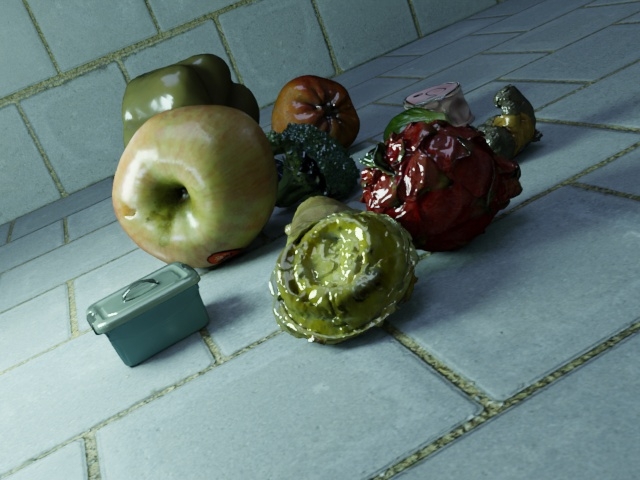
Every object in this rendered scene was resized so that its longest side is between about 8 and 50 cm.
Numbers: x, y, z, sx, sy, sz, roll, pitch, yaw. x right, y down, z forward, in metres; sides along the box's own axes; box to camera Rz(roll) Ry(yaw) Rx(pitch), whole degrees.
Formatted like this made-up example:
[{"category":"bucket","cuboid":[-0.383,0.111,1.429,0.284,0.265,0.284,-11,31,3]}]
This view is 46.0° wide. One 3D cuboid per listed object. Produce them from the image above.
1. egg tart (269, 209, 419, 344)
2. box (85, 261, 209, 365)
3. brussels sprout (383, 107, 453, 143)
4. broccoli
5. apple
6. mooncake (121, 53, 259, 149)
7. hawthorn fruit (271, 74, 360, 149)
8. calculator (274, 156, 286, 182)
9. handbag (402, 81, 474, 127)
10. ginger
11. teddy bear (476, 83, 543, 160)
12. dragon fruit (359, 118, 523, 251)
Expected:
[{"category":"egg tart","cuboid":[0.026,0.047,1.261,0.278,0.095,0.279,-18,48,22]},{"category":"box","cuboid":[-0.339,0.139,1.499,0.227,0.130,0.162,-30,21,-19]},{"category":"brussels sprout","cuboid":[0.252,-0.275,1.965,0.183,0.131,0.145,-28,25,-2]},{"category":"broccoli","cuboid":[-0.048,-0.167,1.940,0.243,0.263,0.247,-43,37,37]},{"category":"apple","cuboid":[-0.287,-0.139,1.806,0.391,0.391,0.346,-16,16,17]},{"category":"mooncake","cuboid":[-0.383,-0.335,2.330,0.262,0.467,0.467,-11,22,30]},{"category":"hawthorn fruit","cuboid":[-0.035,-0.362,2.340,0.277,0.277,0.298,-34,13,-31]},{"category":"calculator","cuboid":[-0.162,-0.195,2.224,0.165,0.028,0.274,21,30,3]},{"category":"handbag","cuboid":[0.339,-0.379,2.171,0.179,0.116,0.205,-26,21,-8]},{"category":"ginger","cuboid":[0.000,0.000,1.525,0.189,0.126,0.354,-5,26,15]},{"category":"teddy bear","cuboid":[0.414,-0.237,1.716,0.190,0.140,0.177,-43,-15,-26]},{"category":"dragon fruit","cuboid":[0.218,-0.098,1.372,0.298,0.244,0.244,-6,21,3]}]
